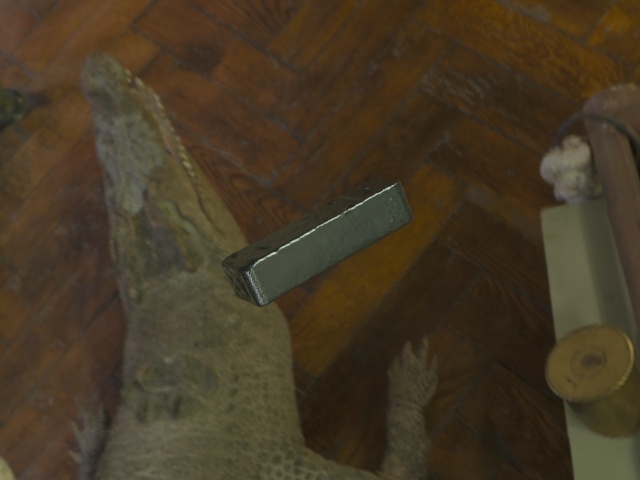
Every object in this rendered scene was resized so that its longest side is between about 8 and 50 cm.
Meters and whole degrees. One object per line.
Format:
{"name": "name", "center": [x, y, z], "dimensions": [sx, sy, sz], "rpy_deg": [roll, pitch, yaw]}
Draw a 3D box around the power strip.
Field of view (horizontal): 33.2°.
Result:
{"name": "power strip", "center": [0.000, 0.000, 0.610], "dimensions": [0.111, 0.029, 0.038], "rpy_deg": [-29, 18, -18]}
